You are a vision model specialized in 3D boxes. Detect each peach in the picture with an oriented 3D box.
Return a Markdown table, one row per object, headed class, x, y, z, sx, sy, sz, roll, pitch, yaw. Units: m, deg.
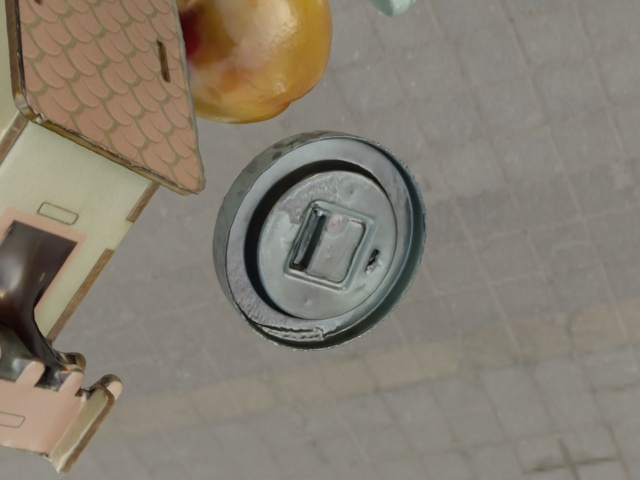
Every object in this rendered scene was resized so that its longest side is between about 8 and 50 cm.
| class | x | y | z | sx | sy | sz | roll | pitch | yaw |
| --- | --- | --- | --- | --- | --- | --- | --- | --- | --- |
| peach | -0.059 | -0.142 | 0.800 | 0.138 | 0.138 | 0.138 | 5 | 130 | 6 |

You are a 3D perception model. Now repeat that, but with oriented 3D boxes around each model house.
| class | x | y | z | sx | sy | sz | roll | pitch | yaw |
| --- | --- | --- | --- | --- | --- | --- | --- | --- | --- |
| model house | -0.188 | -0.077 | 0.621 | 0.244 | 0.326 | 0.169 | -53 | 140 | 6 |

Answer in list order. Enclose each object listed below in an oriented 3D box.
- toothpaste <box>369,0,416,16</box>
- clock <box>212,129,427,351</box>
| class | x | y | z | sx | sy | sz | roll | pitch | yaw |
| --- | --- | --- | --- | --- | --- | --- | --- | --- | --- |
| toothpaste | 0.099 | -0.191 | 0.549 | 0.037 | 0.255 | 0.067 | 6 | 140 | 52 |
| clock | 0.000 | 0.000 | 1.141 | 0.214 | 0.042 | 0.215 | -9 | 112 | -25 |
